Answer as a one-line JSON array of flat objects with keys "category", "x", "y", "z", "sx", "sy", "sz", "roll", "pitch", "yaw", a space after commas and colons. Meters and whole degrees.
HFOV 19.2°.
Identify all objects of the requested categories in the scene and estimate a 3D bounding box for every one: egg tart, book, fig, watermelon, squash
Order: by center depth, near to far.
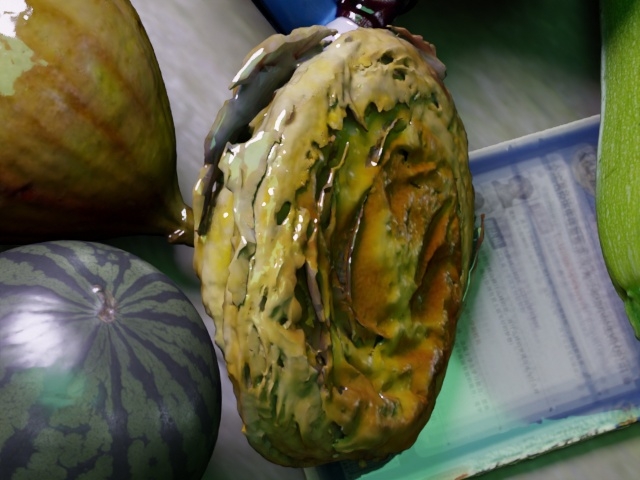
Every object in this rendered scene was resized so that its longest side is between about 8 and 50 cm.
[{"category": "watermelon", "x": -0.165, "y": 0.105, "z": 1.190, "sx": 0.212, "sy": 0.212, "sz": 0.212, "roll": 2, "pitch": 73, "yaw": -6}, {"category": "egg tart", "x": 0.000, "y": 0.000, "z": 1.229, "sx": 0.132, "sy": 0.297, "sz": 0.297, "roll": 9, "pitch": 67, "yaw": 38}, {"category": "fig", "x": -0.148, "y": -0.061, "z": 1.255, "sx": 0.321, "sy": 0.217, "sz": 0.217, "roll": 32, "pitch": 72, "yaw": -11}, {"category": "squash", "x": 0.247, "y": -0.103, "z": 1.336, "sx": 0.107, "sy": 0.107, "sz": 0.395, "roll": 8, "pitch": 60, "yaw": -5}, {"category": "book", "x": 0.115, "y": 0.047, "z": 1.341, "sx": 0.322, "sy": 0.018, "sz": 0.228, "roll": -16, "pitch": 76, "yaw": -11}]

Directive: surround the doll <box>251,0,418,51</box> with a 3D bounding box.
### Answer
[{"category": "doll", "x": 0.075, "y": -0.262, "z": 1.324, "sx": 0.310, "sy": 0.240, "sz": 0.284, "roll": -37, "pitch": 50, "yaw": -1}]
